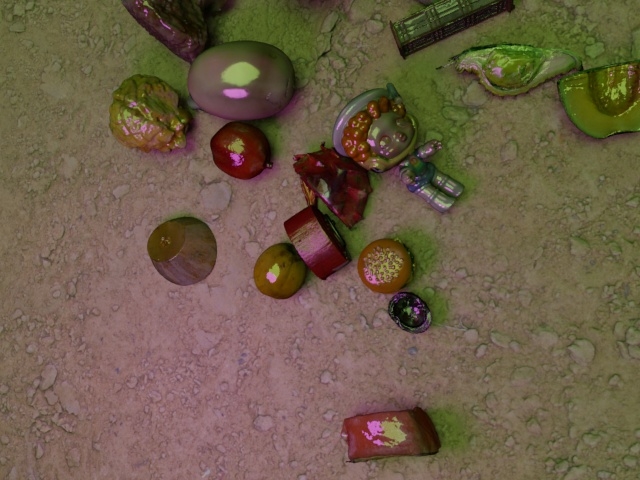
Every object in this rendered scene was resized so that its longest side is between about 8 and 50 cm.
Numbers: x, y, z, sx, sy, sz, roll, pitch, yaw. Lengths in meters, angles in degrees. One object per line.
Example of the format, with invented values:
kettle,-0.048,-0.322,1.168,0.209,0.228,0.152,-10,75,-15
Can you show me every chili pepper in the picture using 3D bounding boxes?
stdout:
chili pepper,-0.027,-0.130,1.665,0.045,0.027,0.178,-14,82,19

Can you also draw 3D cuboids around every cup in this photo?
cup,-0.360,-0.430,1.781,0.083,0.075,0.054,-12,46,18

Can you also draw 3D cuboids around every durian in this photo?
durian,0.489,-0.448,1.497,0.375,0.132,0.106,5,63,13

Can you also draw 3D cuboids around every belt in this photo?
belt,0.000,0.000,1.589,0.124,0.128,0.200,-34,88,12

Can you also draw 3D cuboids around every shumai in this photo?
shumai,-0.407,-0.703,1.685,0.267,0.314,0.262,35,92,28

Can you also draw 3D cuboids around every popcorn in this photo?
popcorn,-0.522,-0.369,1.742,0.212,0.259,0.259,-17,80,40

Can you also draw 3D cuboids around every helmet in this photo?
helmet,0.241,0.188,1.541,0.123,0.070,0.098,41,105,3

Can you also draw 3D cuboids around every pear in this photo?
pear,-0.111,0.088,1.611,0.149,0.149,0.162,30,102,16

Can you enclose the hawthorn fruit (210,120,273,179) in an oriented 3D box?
hawthorn fruit,-0.220,-0.260,1.666,0.188,0.169,0.169,20,92,18

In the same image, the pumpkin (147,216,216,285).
pumpkin,-0.436,0.027,1.738,0.218,0.110,0.217,-3,82,21

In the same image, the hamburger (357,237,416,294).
hamburger,0.178,0.067,1.545,0.162,0.115,0.161,-2,84,17

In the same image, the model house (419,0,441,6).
model house,0.260,-0.773,1.522,0.194,0.211,0.170,44,98,26

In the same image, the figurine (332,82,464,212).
figurine,0.196,-0.215,1.531,0.225,0.205,0.381,-36,90,-14

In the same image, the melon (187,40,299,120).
melon,-0.221,-0.455,1.642,0.317,0.223,0.223,1,86,7

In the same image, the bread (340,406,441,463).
bread,0.171,0.505,1.485,0.244,0.190,0.122,-15,69,18

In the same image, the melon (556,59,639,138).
melon,0.721,-0.348,1.422,0.265,0.129,0.169,-8,106,12

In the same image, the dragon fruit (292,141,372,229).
dragon fruit,0.047,-0.179,1.585,0.161,0.126,0.274,-42,85,-2

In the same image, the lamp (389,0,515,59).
lamp,0.356,-0.610,1.558,0.326,0.089,0.090,-20,80,13
